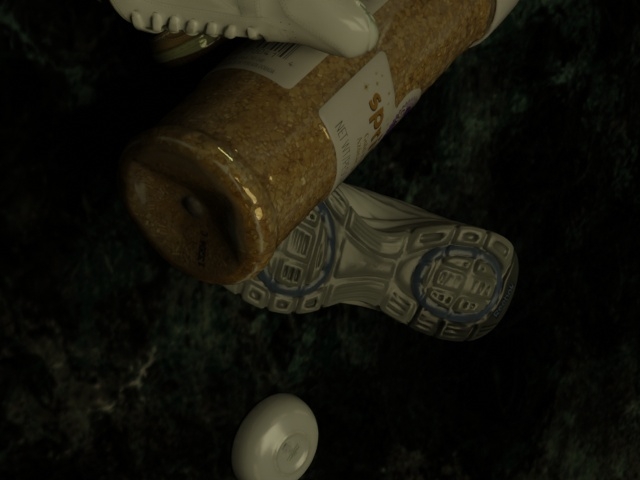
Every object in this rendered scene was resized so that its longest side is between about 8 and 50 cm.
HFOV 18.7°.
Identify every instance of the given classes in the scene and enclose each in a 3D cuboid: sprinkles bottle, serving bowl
[{"bbox_3d":[0.008,-0.116,1.337,0.355,0.121,0.121,-47,135,-38],"label":"sprinkles bottle"},{"bbox_3d":[-0.031,0.165,1.543,0.083,0.027,0.083,-19,119,-38],"label":"serving bowl"}]

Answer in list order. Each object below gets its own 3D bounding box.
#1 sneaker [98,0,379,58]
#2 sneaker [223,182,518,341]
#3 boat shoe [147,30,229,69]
[{"bbox_3d":[-0.075,-0.166,1.243,0.094,0.235,0.090,-62,176,-1],"label":"sneaker"},{"bbox_3d":[0.000,0.000,1.448,0.297,0.129,0.111,20,95,-29],"label":"sneaker"},{"bbox_3d":[-0.059,-0.196,1.342,0.190,0.068,0.072,-47,117,-28],"label":"boat shoe"}]
